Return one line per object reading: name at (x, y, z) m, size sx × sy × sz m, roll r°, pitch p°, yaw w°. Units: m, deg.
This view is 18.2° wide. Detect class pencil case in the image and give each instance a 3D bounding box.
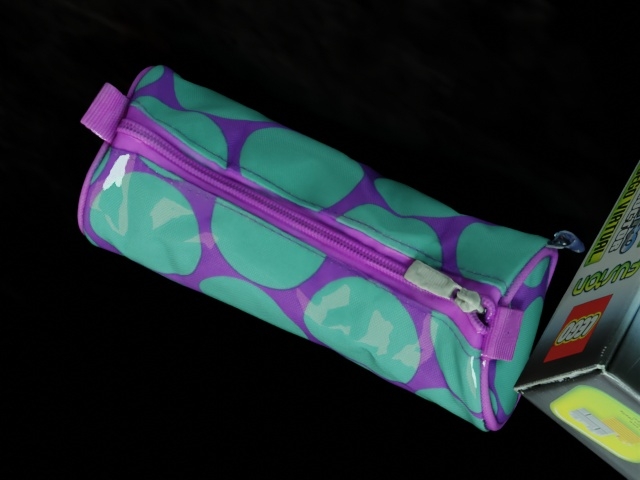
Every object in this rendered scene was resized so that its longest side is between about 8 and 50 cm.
pencil case at (0.000, 0.000, 0.620) m, size 0.151 × 0.064 × 0.070 m, roll 24°, pitch 170°, yaw 16°

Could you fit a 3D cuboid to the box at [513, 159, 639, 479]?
box at (0.154, 0.049, 0.472) m, size 0.207 × 0.114 × 0.036 m, roll 38°, pitch 155°, yaw -14°
